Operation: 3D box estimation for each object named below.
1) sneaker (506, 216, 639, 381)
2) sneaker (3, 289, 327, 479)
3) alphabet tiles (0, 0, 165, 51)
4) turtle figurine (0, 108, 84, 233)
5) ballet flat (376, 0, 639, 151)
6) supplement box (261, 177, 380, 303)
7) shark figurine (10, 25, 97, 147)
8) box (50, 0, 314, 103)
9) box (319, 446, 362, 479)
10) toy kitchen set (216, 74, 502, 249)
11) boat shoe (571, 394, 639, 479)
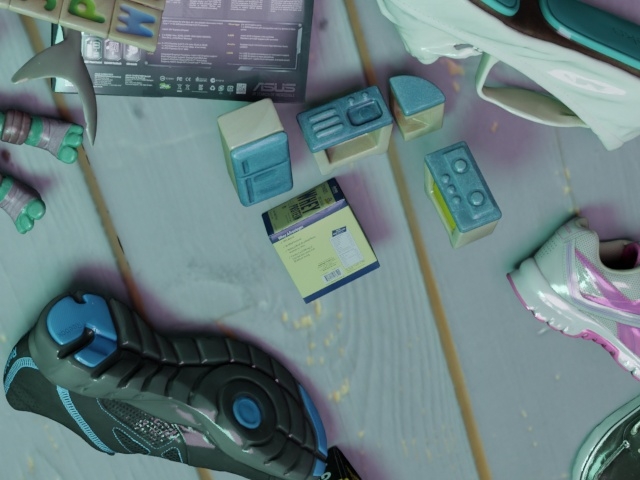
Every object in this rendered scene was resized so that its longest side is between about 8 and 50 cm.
[{"bbox_3d":[0.317,0.064,1.526,0.252,0.103,0.111,28,108,-20],"label":"sneaker"},{"bbox_3d":[-0.148,0.160,1.503,0.341,0.125,0.140,29,134,-23],"label":"sneaker"},{"bbox_3d":[-0.212,-0.275,1.237,0.198,0.237,0.009,15,148,-15],"label":"alphabet tiles"},{"bbox_3d":[-0.338,-0.096,1.338,0.234,0.118,0.175,21,126,-34],"label":"turtle figurine"},{"bbox_3d":[0.157,-0.192,1.383,0.400,0.139,0.139,27,107,-20],"label":"ballet flat"},{"bbox_3d":[0.000,0.000,1.469,0.083,0.056,0.083,-27,115,2],"label":"supplement box"},{"bbox_3d":[-0.260,-0.208,1.296,0.166,0.278,0.116,-51,157,-17],"label":"shark figurine"},{"bbox_3d":[-0.122,-0.220,1.350,0.233,0.059,0.183,1,114,-9],"label":"box"},{"bbox_3d":[-0.004,0.412,1.642,0.257,0.079,0.322,-32,115,3],"label":"box"},{"bbox_3d":[0.036,-0.055,1.364,0.207,0.166,0.122,-22,160,-6],"label":"toy kitchen set"},{"bbox_3d":[0.357,0.207,1.613,0.078,0.070,0.219,38,103,-22],"label":"boat shoe"}]
